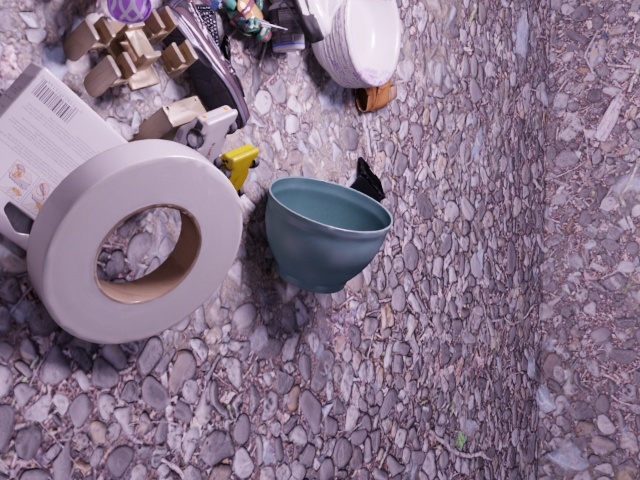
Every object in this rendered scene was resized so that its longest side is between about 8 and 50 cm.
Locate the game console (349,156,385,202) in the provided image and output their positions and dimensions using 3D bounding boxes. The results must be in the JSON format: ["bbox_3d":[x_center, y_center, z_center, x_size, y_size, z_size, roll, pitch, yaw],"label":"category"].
[{"bbox_3d":[0.118,-0.147,2.312,0.122,0.071,0.107,47,23,-43],"label":"game console"}]

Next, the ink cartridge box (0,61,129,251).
[{"bbox_3d":[-0.466,-0.113,1.471,0.261,0.066,0.296,-52,133,-10],"label":"ink cartridge box"}]

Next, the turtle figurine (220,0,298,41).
[{"bbox_3d":[-0.157,-0.509,1.857,0.234,0.118,0.175,42,39,-28],"label":"turtle figurine"}]

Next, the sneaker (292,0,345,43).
[{"bbox_3d":[0.063,-0.652,1.937,0.169,0.258,0.447,63,22,-55],"label":"sneaker"}]

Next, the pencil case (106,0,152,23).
[{"bbox_3d":[-0.350,-0.486,1.549,0.086,0.088,0.206,3,50,-22],"label":"pencil case"}]

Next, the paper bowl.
[{"bbox_3d":[0.079,-0.526,2.141,0.284,0.148,0.284,-4,95,-58],"label":"paper bowl"}]

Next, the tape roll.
[{"bbox_3d":[-0.317,0.009,1.501,0.392,0.072,0.392,-23,134,-27],"label":"tape roll"}]

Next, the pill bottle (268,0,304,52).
[{"bbox_3d":[-0.081,-0.514,1.992,0.078,0.078,0.137,-14,100,-53],"label":"pill bottle"}]

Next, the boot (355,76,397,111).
[{"bbox_3d":[0.142,-0.452,2.304,0.152,0.073,0.197,-31,112,-45],"label":"boot"}]

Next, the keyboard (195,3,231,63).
[{"bbox_3d":[-0.224,-0.413,1.829,0.100,0.038,0.192,-20,106,-52],"label":"keyboard"}]

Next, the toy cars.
[{"bbox_3d":[-0.220,-0.163,1.676,0.176,0.087,0.393,-44,166,-4],"label":"toy cars"}]

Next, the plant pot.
[{"bbox_3d":[0.000,0.000,1.957,0.293,0.293,0.196,-16,128,-53],"label":"plant pot"}]

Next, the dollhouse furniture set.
[{"bbox_3d":[-0.351,-0.295,1.609,0.212,0.161,0.242,-31,92,-50],"label":"dollhouse furniture set"}]

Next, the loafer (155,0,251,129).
[{"bbox_3d":[-0.224,-0.370,1.755,0.095,0.109,0.302,-54,125,-29],"label":"loafer"}]

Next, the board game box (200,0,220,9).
[{"bbox_3d":[-0.239,-0.597,1.747,0.160,0.039,0.211,30,62,-13],"label":"board game box"}]
